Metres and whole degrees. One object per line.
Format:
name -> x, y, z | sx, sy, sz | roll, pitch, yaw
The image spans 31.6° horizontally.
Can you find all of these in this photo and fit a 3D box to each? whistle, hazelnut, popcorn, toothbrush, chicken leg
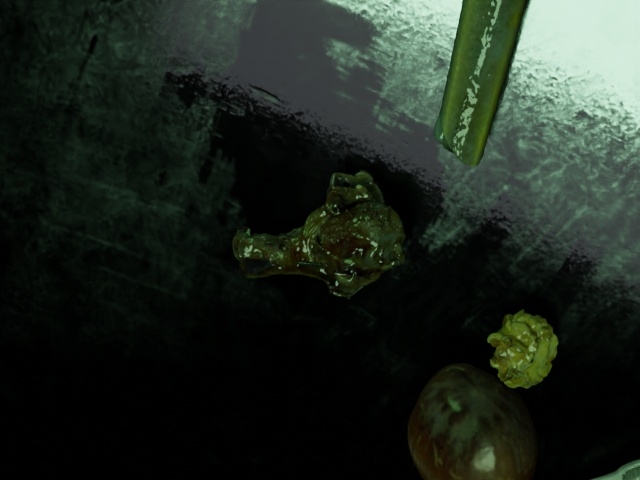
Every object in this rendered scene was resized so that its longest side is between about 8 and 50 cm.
whistle -> 0.162, -0.226, 1.046 | 0.068, 0.057, 0.326 | 46, 133, 47
hazelnut -> 0.164, 0.205, 1.191 | 0.143, 0.154, 0.143 | -8, 128, -10
popcorn -> 0.210, 0.115, 1.176 | 0.057, 0.083, 0.082 | 23, 146, 37
toothbrush -> 0.248, 0.300, 1.274 | 0.307, 0.029, 0.025 | -25, 111, 26
chicken leg -> 0.004, 0.007, 1.200 | 0.196, 0.080, 0.125 | -29, 92, 34
